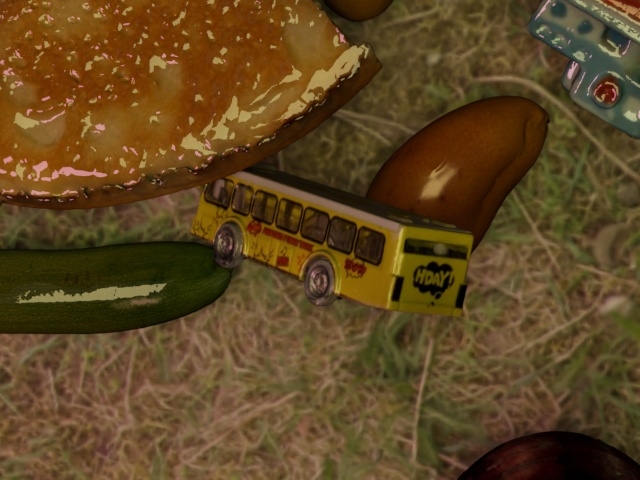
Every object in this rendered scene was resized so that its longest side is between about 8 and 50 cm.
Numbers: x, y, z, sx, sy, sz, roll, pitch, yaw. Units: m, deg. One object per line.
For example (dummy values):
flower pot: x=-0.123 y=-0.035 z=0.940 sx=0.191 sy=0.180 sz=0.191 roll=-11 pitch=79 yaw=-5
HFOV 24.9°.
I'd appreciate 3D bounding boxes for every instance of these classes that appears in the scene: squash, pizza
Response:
squash: x=-0.193 y=0.037 z=1.079 sx=0.258 sy=0.069 sz=0.069 roll=-3 pitch=95 yaw=4
pizza: x=-0.122 y=-0.140 z=1.038 sx=0.323 sy=0.089 sz=0.223 roll=-16 pitch=81 yaw=14

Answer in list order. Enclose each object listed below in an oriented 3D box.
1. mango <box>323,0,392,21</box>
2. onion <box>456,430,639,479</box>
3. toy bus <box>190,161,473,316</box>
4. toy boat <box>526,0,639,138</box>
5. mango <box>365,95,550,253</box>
mango: x=0.033 y=-0.280 z=0.993 sx=0.109 sy=0.157 sz=0.262 roll=-4 pitch=109 yaw=12
onion: x=0.182 y=0.266 z=0.999 sx=0.280 sy=0.221 sz=0.281 roll=1 pitch=98 yaw=8
toy bus: x=0.000 y=0.000 z=0.989 sx=0.081 sy=0.226 sz=0.074 roll=5 pitch=100 yaw=-38
toy boat: x=0.293 y=-0.109 z=1.001 sx=0.331 sy=0.145 sz=0.133 roll=29 pitch=120 yaw=3
mango: x=0.092 y=-0.048 z=1.039 sx=0.084 sy=0.105 sz=0.159 roll=33 pitch=84 yaw=26
